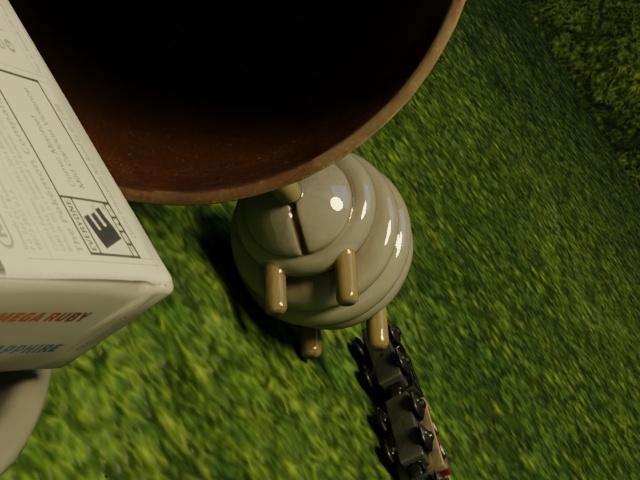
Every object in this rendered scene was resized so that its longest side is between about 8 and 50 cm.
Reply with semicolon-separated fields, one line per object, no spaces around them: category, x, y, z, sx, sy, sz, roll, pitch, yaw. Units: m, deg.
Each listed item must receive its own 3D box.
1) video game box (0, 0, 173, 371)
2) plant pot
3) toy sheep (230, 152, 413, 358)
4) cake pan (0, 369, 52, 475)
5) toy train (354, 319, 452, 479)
video game box;-0.134;-0.064;0.357;0.205;0.048;0.187;59;14;14
plant pot;-0.063;-0.140;0.696;0.215;0.215;0.230;51;1;-13
toy sheep;0.000;0.000;0.755;0.091;0.091;0.132;63;-1;26
cake pan;-0.179;-0.050;0.385;0.293;0.054;0.293;49;16;-20
toy train;0.045;0.099;0.794;0.036;0.027;0.158;57;11;-37
